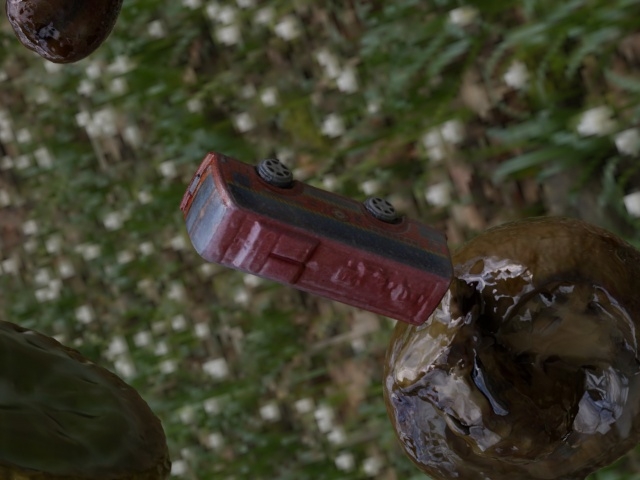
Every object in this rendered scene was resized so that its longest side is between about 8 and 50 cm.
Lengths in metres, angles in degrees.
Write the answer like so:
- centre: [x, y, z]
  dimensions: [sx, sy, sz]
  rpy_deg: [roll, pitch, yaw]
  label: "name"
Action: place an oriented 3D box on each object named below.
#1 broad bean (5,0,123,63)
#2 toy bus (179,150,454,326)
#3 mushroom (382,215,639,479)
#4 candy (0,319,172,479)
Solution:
- centre: [-0.199, -0.205, 1.329]
  dimensions: [0.084, 0.114, 0.165]
  rpy_deg: [60, -171, -27]
  label: "broad bean"
- centre: [0.000, 0.000, 1.164]
  dimensions: [0.192, 0.065, 0.077]
  rpy_deg: [18, -150, -22]
  label: "toy bus"
- centre: [0.163, 0.093, 1.365]
  dimensions: [0.283, 0.263, 0.195]
  rpy_deg: [16, -138, -60]
  label: "mushroom"
- centre: [-0.234, 0.147, 1.190]
  dimensions: [0.260, 0.260, 0.118]
  rpy_deg: [-80, 13, -71]
  label: "candy"
